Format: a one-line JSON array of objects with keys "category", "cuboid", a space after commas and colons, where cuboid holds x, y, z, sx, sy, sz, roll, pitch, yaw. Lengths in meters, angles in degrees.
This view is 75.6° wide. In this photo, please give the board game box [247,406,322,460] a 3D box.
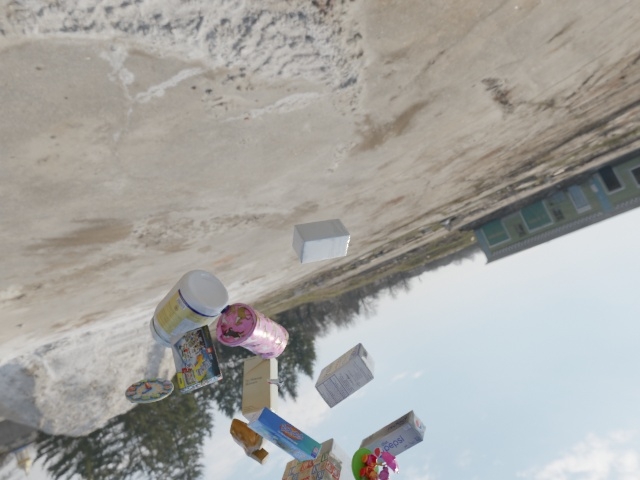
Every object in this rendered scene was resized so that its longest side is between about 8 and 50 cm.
[{"category": "board game box", "cuboid": [-0.117, 0.608, 1.288, 0.047, 0.210, 0.160, -56, -178, -36]}]

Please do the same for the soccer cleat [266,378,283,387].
[{"category": "soccer cleat", "cuboid": [-0.213, 0.659, 1.929, 0.036, 0.083, 0.029, -58, -159, 9]}]

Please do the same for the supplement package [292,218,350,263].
[{"category": "supplement package", "cuboid": [0.000, 0.000, 1.496, 0.179, 0.105, 0.105, -9, 132, -22]}]

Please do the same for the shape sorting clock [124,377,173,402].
[{"category": "shape sorting clock", "cuboid": [-0.778, 0.678, 1.880, 0.206, 0.041, 0.206, -2, -169, 0]}]

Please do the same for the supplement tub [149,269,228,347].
[{"category": "supplement tub", "cuboid": [-0.603, 0.317, 1.881, 0.331, 0.241, 0.241, -44, 164, 24]}]

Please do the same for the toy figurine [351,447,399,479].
[{"category": "toy figurine", "cuboid": [0.202, 0.813, 1.451, 0.159, 0.130, 0.173, -40, -161, 42]}]

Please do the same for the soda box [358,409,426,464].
[{"category": "soda box", "cuboid": [0.287, 0.810, 1.676, 0.286, 0.091, 0.098, -42, 173, 23]}]

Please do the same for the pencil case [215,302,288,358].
[{"category": "pencil case", "cuboid": [-0.256, 0.362, 1.606, 0.160, 0.167, 0.386, -62, 155, -14]}]

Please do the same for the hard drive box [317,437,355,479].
[{"category": "hard drive box", "cuboid": [0.082, 1.082, 1.927, 0.089, 0.232, 0.181, -33, -166, 20]}]

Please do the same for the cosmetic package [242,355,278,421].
[{"category": "cosmetic package", "cuboid": [-0.313, 0.765, 2.160, 0.160, 0.310, 0.113, -17, 135, 7]}]

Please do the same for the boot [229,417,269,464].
[{"category": "boot", "cuboid": [-0.319, 0.859, 1.863, 0.104, 0.211, 0.295, -25, 132, -51]}]

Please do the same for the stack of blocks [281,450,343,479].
[{"category": "stack of blocks", "cuboid": [-0.043, 1.001, 1.754, 0.297, 0.087, 0.171, -39, -169, 29]}]

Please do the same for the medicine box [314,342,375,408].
[{"category": "medicine box", "cuboid": [0.138, 0.717, 2.217, 0.289, 0.149, 0.263, -37, 175, 7]}]

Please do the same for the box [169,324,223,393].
[{"category": "box", "cuboid": [-0.496, 0.466, 1.640, 0.159, 0.233, 0.044, -17, 143, -15]}]
